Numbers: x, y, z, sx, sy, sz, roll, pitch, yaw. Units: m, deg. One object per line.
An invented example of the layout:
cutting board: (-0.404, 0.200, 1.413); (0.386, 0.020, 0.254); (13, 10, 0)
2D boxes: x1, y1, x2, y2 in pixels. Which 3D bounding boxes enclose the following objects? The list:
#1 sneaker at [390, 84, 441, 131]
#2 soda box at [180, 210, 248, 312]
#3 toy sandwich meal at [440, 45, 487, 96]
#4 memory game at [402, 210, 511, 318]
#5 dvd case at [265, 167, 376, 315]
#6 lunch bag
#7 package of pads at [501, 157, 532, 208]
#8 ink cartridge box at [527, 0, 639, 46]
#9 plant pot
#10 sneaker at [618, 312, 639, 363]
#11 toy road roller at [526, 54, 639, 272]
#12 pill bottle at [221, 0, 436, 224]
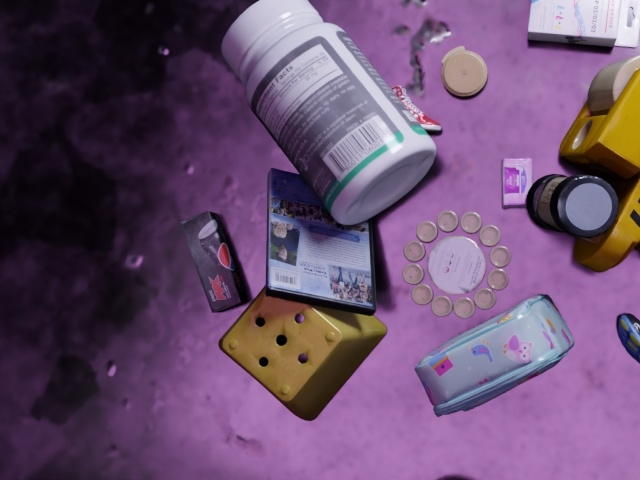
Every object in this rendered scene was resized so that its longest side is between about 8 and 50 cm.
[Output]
sneaker: (0.152, -0.224, 1.888); (0.118, 0.042, 0.067); (15, 93, 13)
soda box: (-0.183, 0.037, 1.928); (0.060, 0.053, 0.169); (-21, 84, 8)
toy sandwich meal: (0.239, -0.282, 1.884); (0.085, 0.029, 0.085); (0, 90, 6)
memory game: (0.227, 0.040, 1.876); (0.186, 0.012, 0.186); (-1, 86, 10)
dvd case: (0.000, 0.000, 1.808); (0.180, 0.022, 0.253); (12, 49, -16)
lunch bag: (0.268, 0.179, 1.730); (0.224, 0.279, 0.108); (-31, 82, 18)
package of pads: (0.325, -0.094, 1.855); (0.050, 0.032, 0.083); (0, 88, 6)
ink cartridge box: (0.436, -0.378, 1.836); (0.181, 0.061, 0.104); (6, 88, 10)
plant pot: (-0.044, 0.159, 1.829); (0.212, 0.187, 0.212); (40, 94, 9)
sneaker: (0.560, 0.176, 1.792); (0.188, 0.067, 0.078); (34, 72, 12)
toy road roller: (0.495, -0.103, 1.750); (0.240, 0.202, 0.329); (28, 92, -5)
pill bottle: (0.007, -0.221, 1.823); (0.204, 0.204, 0.361); (-38, 73, 6)
